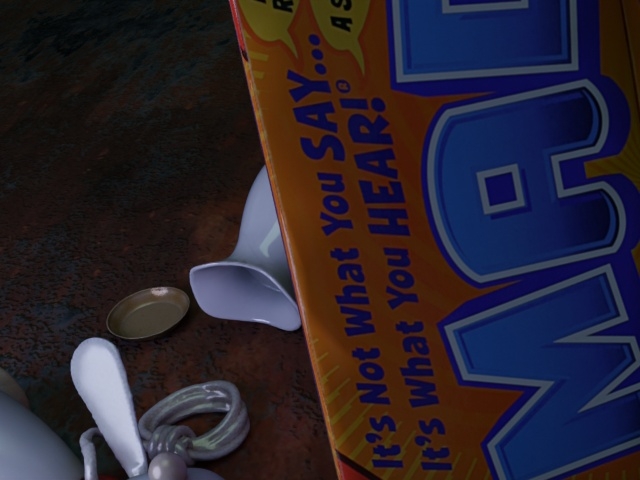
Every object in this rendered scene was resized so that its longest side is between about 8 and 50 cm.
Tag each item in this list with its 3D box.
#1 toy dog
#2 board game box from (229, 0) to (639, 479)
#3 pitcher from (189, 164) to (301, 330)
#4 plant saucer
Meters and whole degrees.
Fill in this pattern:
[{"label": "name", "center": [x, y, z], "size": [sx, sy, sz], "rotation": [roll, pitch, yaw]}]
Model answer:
[{"label": "toy dog", "center": [-0.226, 0.144, 0.740], "size": [0.333, 0.161, 0.220], "rotation": [-7, 32, 8]}, {"label": "board game box", "center": [0.145, -0.056, 0.641], "size": [0.356, 0.356, 0.356], "rotation": [-13, 8, -2]}, {"label": "pitcher", "center": [0.000, 0.000, 0.951], "size": [0.177, 0.125, 0.207], "rotation": [23, 53, 14]}, {"label": "plant saucer", "center": [-0.167, 0.075, 0.967], "size": [0.083, 0.015, 0.083], "rotation": [-9, 31, 5]}]
